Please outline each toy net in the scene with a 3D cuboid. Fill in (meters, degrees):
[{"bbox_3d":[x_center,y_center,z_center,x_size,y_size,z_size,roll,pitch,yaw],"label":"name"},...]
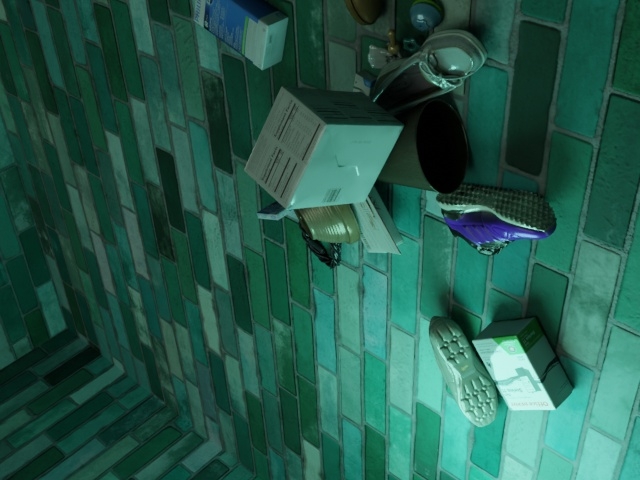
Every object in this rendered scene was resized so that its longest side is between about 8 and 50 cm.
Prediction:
[{"bbox_3d":[0.192,-0.420,1.766,0.122,0.045,0.232,33,153,-20],"label":"toy net"}]

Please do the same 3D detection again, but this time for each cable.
[{"bbox_3d":[0.000,0.000,2.324,0.150,0.047,0.185,16,130,43],"label":"cable"}]

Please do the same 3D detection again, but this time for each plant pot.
[{"bbox_3d":[-0.003,-0.080,2.126,0.237,0.109,0.237,59,173,11],"label":"plant pot"}]

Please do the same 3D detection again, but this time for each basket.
[{"bbox_3d":[0.192,-0.203,1.848,0.226,0.154,0.205,4,109,53],"label":"basket"}]

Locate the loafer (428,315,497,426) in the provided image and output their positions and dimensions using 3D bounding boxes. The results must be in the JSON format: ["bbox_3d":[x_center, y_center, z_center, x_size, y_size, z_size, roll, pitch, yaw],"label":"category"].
[{"bbox_3d":[0.366,0.332,2.130,0.111,0.112,0.320,-116,2,-74],"label":"loafer"}]

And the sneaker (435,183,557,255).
[{"bbox_3d":[0.391,-0.030,1.805,0.293,0.102,0.146,19,136,47],"label":"sneaker"}]

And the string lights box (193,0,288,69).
[{"bbox_3d":[-0.205,-0.557,2.084,0.259,0.076,0.133,39,142,21],"label":"string lights box"}]

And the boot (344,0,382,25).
[{"bbox_3d":[0.157,-0.549,1.657,0.269,0.089,0.236,8,133,41],"label":"boot"}]

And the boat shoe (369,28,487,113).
[{"bbox_3d":[0.215,-0.338,1.716,0.118,0.103,0.320,40,154,-24],"label":"boat shoe"}]

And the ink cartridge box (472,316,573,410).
[{"bbox_3d":[0.479,0.296,1.965,0.153,0.086,0.209,-19,103,55],"label":"ink cartridge box"}]

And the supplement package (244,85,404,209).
[{"bbox_3d":[0.009,-0.192,1.721,0.145,0.261,0.204,43,120,28],"label":"supplement package"}]

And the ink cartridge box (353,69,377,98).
[{"bbox_3d":[0.103,-0.349,1.933,0.048,0.028,0.083,36,141,26],"label":"ink cartridge box"}]

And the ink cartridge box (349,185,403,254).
[{"bbox_3d":[0.107,-0.108,2.013,0.296,0.066,0.261,60,168,-8],"label":"ink cartridge box"}]

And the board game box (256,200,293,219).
[{"bbox_3d":[-0.121,-0.087,2.357,0.090,0.090,0.020,6,123,47],"label":"board game box"}]
